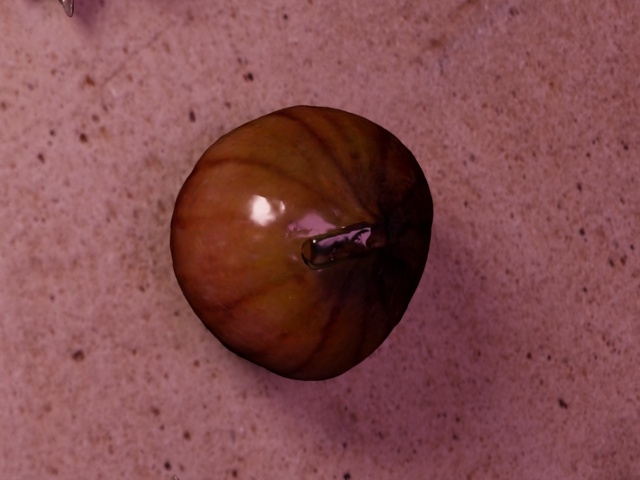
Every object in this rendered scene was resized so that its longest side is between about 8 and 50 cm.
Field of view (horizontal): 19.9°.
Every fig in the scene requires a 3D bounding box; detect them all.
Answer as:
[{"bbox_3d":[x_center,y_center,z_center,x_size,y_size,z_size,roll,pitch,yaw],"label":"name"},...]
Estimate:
[{"bbox_3d":[-0.007,0.001,1.543,0.235,0.214,0.235,25,60,-53],"label":"fig"}]

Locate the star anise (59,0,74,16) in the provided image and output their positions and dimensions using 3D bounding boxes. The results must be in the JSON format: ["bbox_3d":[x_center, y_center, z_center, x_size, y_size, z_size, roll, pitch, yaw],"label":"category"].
[{"bbox_3d":[-0.219,-0.274,1.476,0.195,0.065,0.182,-28,104,-22],"label":"star anise"}]

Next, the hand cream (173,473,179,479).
[{"bbox_3d":[-0.086,0.268,1.475,0.055,0.235,0.086,-29,109,-2],"label":"hand cream"}]
